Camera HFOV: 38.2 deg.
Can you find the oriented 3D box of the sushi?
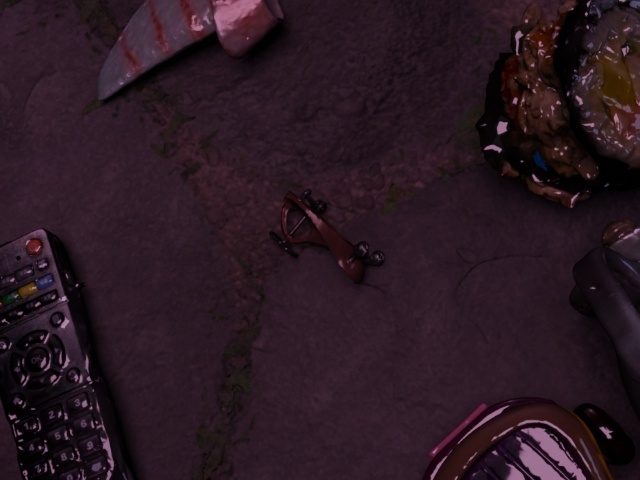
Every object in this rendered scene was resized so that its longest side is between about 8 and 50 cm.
[{"bbox_3d":[0.302,-0.157,1.052,0.225,0.218,0.238,45,56,-14],"label":"sushi"}]

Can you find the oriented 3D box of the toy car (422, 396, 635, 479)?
[{"bbox_3d":[0.242,0.306,0.895,0.271,0.240,0.341,-44,70,-3],"label":"toy car"}]

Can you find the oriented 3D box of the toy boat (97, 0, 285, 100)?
[{"bbox_3d":[-0.197,-0.293,1.259,0.282,0.096,0.206,-29,63,16],"label":"toy boat"}]

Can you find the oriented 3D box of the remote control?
[{"bbox_3d":[-0.327,0.177,1.150,0.144,0.062,0.399,-24,69,4],"label":"remote control"}]

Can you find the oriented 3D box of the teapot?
[{"bbox_3d":[0.352,0.097,0.931,0.305,0.223,0.285,-16,58,-27],"label":"teapot"}]

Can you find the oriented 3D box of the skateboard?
[{"bbox_3d":[0.000,0.000,1.138,0.151,0.067,0.080,43,97,25],"label":"skateboard"}]
